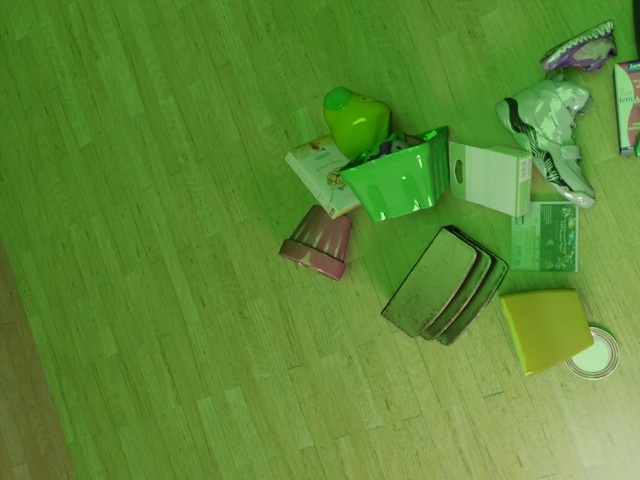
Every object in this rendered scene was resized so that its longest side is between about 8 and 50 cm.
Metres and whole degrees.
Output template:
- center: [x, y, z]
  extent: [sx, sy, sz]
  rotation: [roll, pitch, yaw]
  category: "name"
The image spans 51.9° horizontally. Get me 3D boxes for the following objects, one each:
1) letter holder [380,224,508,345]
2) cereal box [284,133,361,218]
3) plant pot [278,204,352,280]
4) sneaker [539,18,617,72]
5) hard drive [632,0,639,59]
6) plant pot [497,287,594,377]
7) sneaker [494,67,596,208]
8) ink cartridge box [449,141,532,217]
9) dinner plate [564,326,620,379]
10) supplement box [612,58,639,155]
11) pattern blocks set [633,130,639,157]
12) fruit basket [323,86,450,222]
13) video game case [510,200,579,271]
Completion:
- center: [0.351, 0.140, 1.820]
  extent: [0.214, 0.152, 0.301]
  rotation: [37, 106, 15]
  category: "letter holder"
- center: [0.032, -0.191, 1.931]
  extent: [0.240, 0.173, 0.047]
  rotation: [51, 141, 13]
  category: "cereal box"
- center: [0.000, 0.000, 1.949]
  extent: [0.201, 0.201, 0.180]
  rotation: [21, 85, 21]
  category: "plant pot"
- center: [0.660, -0.467, 1.651]
  extent: [0.237, 0.095, 0.104]
  rotation: [-28, 100, -19]
  category: "sneaker"
- center: [0.826, -0.575, 1.569]
  extent: [0.054, 0.172, 0.254]
  rotation: [6, 78, -16]
  category: "hard drive"
- center: [0.582, 0.220, 1.694]
  extent: [0.187, 0.212, 0.212]
  rotation: [-17, 79, 14]
  category: "plant pot"
- center: [0.632, -0.270, 1.685]
  extent: [0.210, 0.137, 0.365]
  rotation: [-40, 74, 22]
  category: "sneaker"
- center: [0.453, -0.174, 1.766]
  extent: [0.235, 0.056, 0.171]
  rotation: [27, 132, 49]
  category: "ink cartridge box"
- center: [0.716, 0.298, 1.742]
  extent: [0.141, 0.017, 0.141]
  rotation: [1, 92, 23]
  category: "dinner plate"
- center: [0.794, -0.330, 1.630]
  extent: [0.111, 0.114, 0.219]
  rotation: [-6, 89, 23]
  category: "supplement box"
- center: [0.904, -0.256, 1.532]
  extent: [0.325, 0.026, 0.285]
  rotation: [-3, 113, 3]
  category: "pattern blocks set"
- center: [0.177, -0.263, 1.757]
  extent: [0.283, 0.392, 0.391]
  rotation: [-16, 86, 23]
  category: "fruit basket"
- center: [0.604, -0.012, 1.774]
  extent: [0.173, 0.022, 0.190]
  rotation: [1, 92, 23]
  category: "video game case"
